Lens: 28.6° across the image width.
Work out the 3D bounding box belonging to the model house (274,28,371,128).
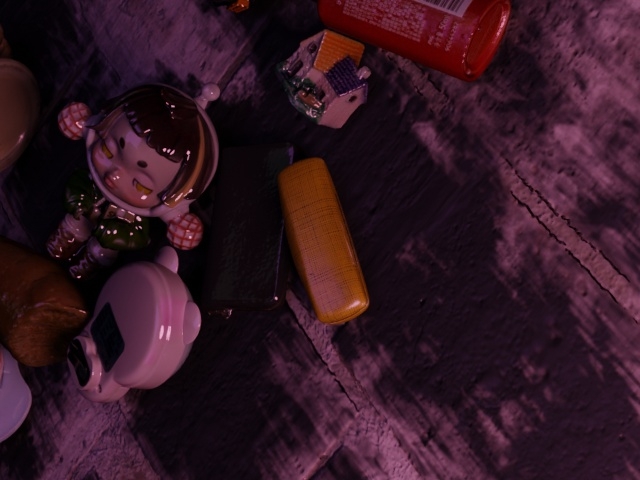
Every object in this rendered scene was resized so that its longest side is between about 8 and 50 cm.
[{"bbox_3d":[0.012,-0.219,1.671,0.100,0.087,0.101,-44,55,24],"label":"model house"}]

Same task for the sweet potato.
[{"bbox_3d":[-0.484,0.071,1.938,0.369,0.158,0.158,34,100,28],"label":"sweet potato"}]

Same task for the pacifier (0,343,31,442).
[{"bbox_3d":[-0.585,0.226,2.020,0.207,0.227,0.279,107,153,-59],"label":"pacifier"}]

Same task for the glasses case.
[{"bbox_3d":[0.000,0.000,1.624,0.079,0.064,0.234,-24,62,14],"label":"glasses case"}]

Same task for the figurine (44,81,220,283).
[{"bbox_3d":[-0.275,-0.087,1.838,0.281,0.167,0.370,44,121,5],"label":"figurine"}]

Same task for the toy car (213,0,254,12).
[{"bbox_3d":[-0.104,-0.482,1.837,0.193,0.118,0.301,-5,77,60],"label":"toy car"}]

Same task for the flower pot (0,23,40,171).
[{"bbox_3d":[-0.624,-0.247,2.122,0.244,0.307,0.307,30,97,27],"label":"flower pot"}]

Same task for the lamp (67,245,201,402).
[{"bbox_3d":[-0.257,0.135,1.780,0.246,0.108,0.179,-44,48,24],"label":"lamp"}]

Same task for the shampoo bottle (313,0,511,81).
[{"bbox_3d":[0.089,-0.303,1.605,0.314,0.076,0.118,27,97,33],"label":"shampoo bottle"}]

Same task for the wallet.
[{"bbox_3d":[-0.093,-0.014,1.730,0.149,0.044,0.250,-5,73,36],"label":"wallet"}]
